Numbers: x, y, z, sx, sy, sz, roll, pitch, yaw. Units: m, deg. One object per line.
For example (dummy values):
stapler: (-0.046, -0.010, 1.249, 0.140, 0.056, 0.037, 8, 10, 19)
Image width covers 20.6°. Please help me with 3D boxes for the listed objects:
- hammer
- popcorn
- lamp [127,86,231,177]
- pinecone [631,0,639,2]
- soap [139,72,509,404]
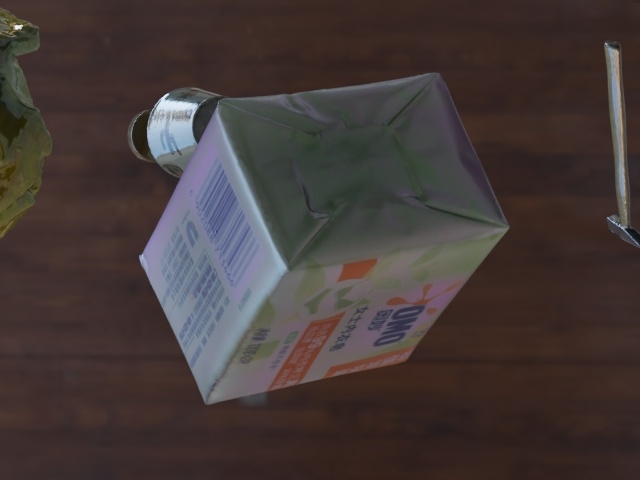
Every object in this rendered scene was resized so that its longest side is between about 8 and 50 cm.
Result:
hammer: (0.272, -0.086, 1.585, 0.062, 0.013, 0.199, -132, 28, -56)
popcorn: (-0.378, -0.101, 1.622, 0.276, 0.276, 0.225, -86, 13, -50)
lamp: (-0.177, -0.137, 2.274, 0.214, 0.121, 0.121, 1, 90, 58)
pinecone: (0.379, -0.297, 1.431, 0.384, 0.384, 0.384, 0, -90, -87)
soap: (0.000, 0.000, 1.218, 0.138, 0.182, 0.199, 65, 148, 24)
